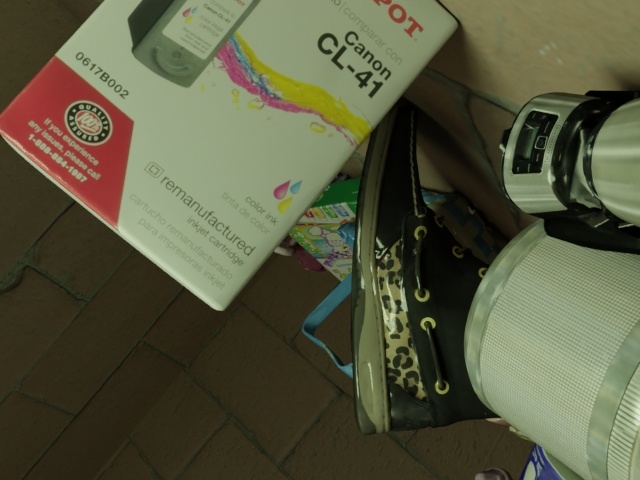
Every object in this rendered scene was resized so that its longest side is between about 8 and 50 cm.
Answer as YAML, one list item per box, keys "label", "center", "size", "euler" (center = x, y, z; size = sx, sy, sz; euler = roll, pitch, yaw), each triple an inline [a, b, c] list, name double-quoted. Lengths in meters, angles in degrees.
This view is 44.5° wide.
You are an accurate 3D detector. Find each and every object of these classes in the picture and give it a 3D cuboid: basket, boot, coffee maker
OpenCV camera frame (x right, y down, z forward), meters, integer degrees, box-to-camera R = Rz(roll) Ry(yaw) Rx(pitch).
- label: "basket"
  center: [0.102, 0.060, 1.146]
  size: [0.201, 0.289, 0.255]
  euler: [41, 174, -19]
- label: "boot"
  center: [0.178, 0.035, 0.889]
  size: [0.284, 0.377, 0.138]
  euler: [2, 172, 3]
- label: "coffee maker"
  center: [0.219, -0.029, 0.466]
  size: [0.171, 0.120, 0.178]
  euler: [40, 176, -16]

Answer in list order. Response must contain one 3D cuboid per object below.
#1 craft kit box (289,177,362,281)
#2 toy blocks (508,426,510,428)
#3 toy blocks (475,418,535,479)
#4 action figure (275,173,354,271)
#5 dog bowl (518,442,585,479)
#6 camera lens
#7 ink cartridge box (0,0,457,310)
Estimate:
- label: "craft kit box"
  center: [0.076, -0.013, 1.397]
  size: [0.250, 0.061, 0.247]
  euler: [-8, 146, 39]
- label: "toy blocks"
  center: [0.495, 0.373, 1.374]
  size: [0.261, 0.191, 0.381]
  euler: [51, 174, -7]
- label: "toy blocks"
  center: [0.297, 0.246, 1.010]
  size: [0.260, 0.309, 0.289]
  euler: [35, 166, -36]
- label: "action figure"
  center: [0.000, 0.000, 1.659]
  size: [0.248, 0.275, 0.370]
  euler: [32, 159, 18]
- label: "dog bowl"
  center: [0.311, 0.274, 0.720]
  size: [0.265, 0.104, 0.265]
  euler: [15, -167, -4]
- label: "camera lens"
  center: [0.276, 0.106, 0.660]
  size: [0.219, 0.219, 0.274]
  euler: [43, 174, -38]
- label: "ink cartridge box"
  center: [-0.074, -0.129, 0.649]
  size: [0.226, 0.306, 0.131]
  euler: [40, 175, -11]
